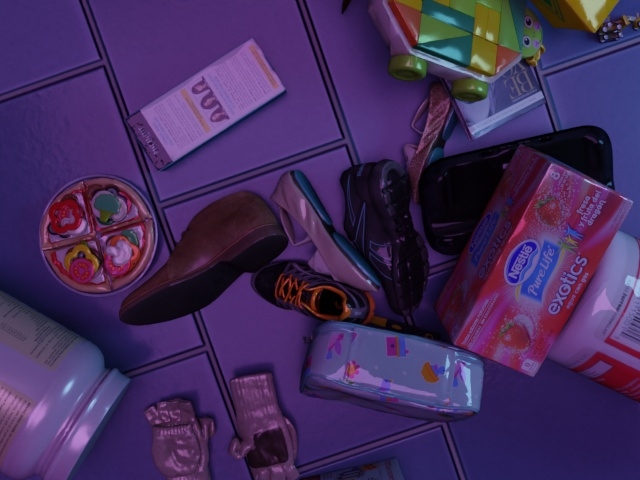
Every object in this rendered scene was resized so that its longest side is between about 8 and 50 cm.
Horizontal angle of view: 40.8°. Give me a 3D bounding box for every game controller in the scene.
[{"bbox_3d":[0.317,-0.079,1.377,0.319,0.067,0.167,-13,109,-4],"label":"game controller"}]

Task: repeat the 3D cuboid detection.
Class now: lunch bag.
[{"bbox_3d":[0.102,0.208,1.345,0.279,0.224,0.108,13,74,-1],"label":"lunch bag"}]

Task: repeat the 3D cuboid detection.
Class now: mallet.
[{"bbox_3d":[0.103,0.123,1.398,0.189,0.039,0.062,8,94,20],"label":"mallet"}]

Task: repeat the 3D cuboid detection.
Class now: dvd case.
[{"bbox_3d":[0.254,-0.288,1.369,0.164,0.018,0.221,-28,95,-25],"label":"dvd case"}]

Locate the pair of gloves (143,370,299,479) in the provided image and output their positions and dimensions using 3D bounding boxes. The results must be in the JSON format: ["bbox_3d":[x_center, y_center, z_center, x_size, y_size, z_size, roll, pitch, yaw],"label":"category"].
[{"bbox_3d":[-0.160,0.337,1.440,0.240,0.042,0.204,-19,98,3],"label":"pair of gloves"}]

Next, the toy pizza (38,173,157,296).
[{"bbox_3d":[-0.365,-0.008,1.400,0.201,0.032,0.201,0,89,6],"label":"toy pizza"}]

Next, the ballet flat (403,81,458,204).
[{"bbox_3d":[0.174,-0.161,1.398,0.067,0.073,0.206,21,92,25],"label":"ballet flat"}]

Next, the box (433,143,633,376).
[{"bbox_3d":[0.309,0.027,1.295,0.142,0.154,0.300,23,104,-11],"label":"box"}]

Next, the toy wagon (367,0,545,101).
[{"bbox_3d":[0.225,-0.348,1.293,0.344,0.068,0.267,12,80,-30],"label":"toy wagon"}]

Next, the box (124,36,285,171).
[{"bbox_3d":[-0.182,-0.216,1.383,0.244,0.060,0.101,-32,94,2],"label":"box"}]

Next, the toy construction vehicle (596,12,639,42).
[{"bbox_3d":[0.480,-0.344,1.367,0.098,0.086,0.035,-10,88,1],"label":"toy construction vehicle"}]

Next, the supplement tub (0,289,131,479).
[{"bbox_3d":[-0.485,0.219,1.330,0.324,0.235,0.235,31,94,-3],"label":"supplement tub"}]

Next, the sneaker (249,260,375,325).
[{"bbox_3d":[-0.021,0.083,1.379,0.214,0.083,0.084,13,95,22],"label":"sneaker"}]

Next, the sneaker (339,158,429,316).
[{"bbox_3d":[0.104,-0.004,1.398,0.106,0.101,0.267,1,111,38],"label":"sneaker"}]

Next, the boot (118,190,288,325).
[{"bbox_3d":[-0.203,0.033,1.403,0.305,0.112,0.115,-32,64,7],"label":"boot"}]

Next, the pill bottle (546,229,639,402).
[{"bbox_3d":[0.560,0.157,1.337,0.407,0.229,0.229,26,94,-3],"label":"pill bottle"}]

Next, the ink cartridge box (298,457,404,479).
[{"bbox_3d":[0.062,0.449,1.407,0.176,0.128,0.127,-12,94,0],"label":"ink cartridge box"}]

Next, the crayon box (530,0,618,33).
[{"bbox_3d":[0.385,-0.542,1.235,0.313,0.106,0.363,38,89,-27],"label":"crayon box"}]

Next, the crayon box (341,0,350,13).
[{"bbox_3d":[0.073,-0.515,1.291,0.081,0.202,0.319,25,93,-2],"label":"crayon box"}]

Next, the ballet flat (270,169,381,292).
[{"bbox_3d":[0.000,0.000,1.369,0.086,0.086,0.248,-36,71,2],"label":"ballet flat"}]
